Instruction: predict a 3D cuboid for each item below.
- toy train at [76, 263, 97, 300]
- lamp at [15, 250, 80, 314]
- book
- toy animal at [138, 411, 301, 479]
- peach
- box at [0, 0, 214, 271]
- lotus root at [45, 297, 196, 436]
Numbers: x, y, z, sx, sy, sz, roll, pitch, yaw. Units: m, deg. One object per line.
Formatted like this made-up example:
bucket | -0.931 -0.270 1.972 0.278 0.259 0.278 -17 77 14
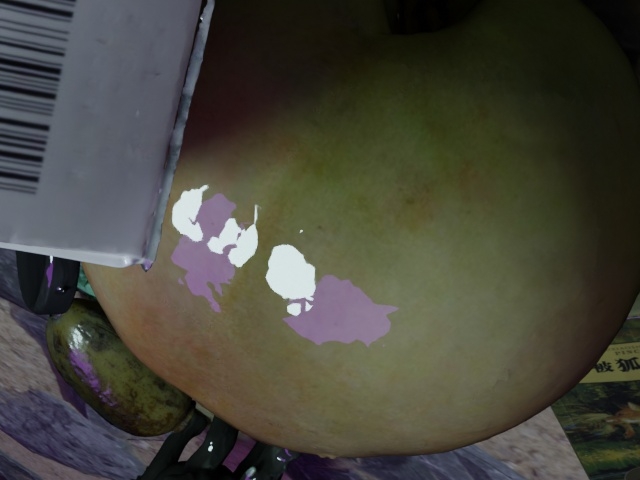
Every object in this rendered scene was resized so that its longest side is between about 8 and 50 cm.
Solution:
toy train | -0.040 0.025 1.161 0.307 0.126 0.189 40 153 -23
lamp | -0.008 0.027 1.031 0.371 0.108 0.130 16 136 -6
book | 0.223 0.098 1.084 0.160 0.024 0.228 -8 143 20
toy animal | -0.091 0.224 1.576 0.114 0.146 0.245 33 154 -9
peach | 0.015 -0.020 0.863 0.292 0.247 0.292 2 120 4
box | -0.163 -0.116 0.774 0.145 0.173 0.333 11 -171 -23
lotus root | -0.177 0.115 1.533 0.089 0.081 0.179 -3 142 47
